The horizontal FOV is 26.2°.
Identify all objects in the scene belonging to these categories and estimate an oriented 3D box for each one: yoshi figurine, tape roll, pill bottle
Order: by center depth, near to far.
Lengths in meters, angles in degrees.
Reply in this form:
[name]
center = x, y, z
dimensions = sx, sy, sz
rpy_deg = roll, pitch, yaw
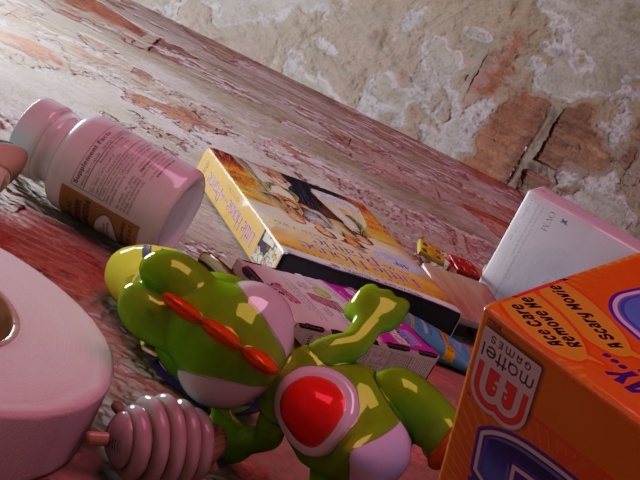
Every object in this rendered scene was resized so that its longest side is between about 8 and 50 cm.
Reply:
[tape roll]
center = -0.364, 0.065, 1.152
dimensions = 0.392, 0.072, 0.392
rpy_deg = 26, 14, -7
[yoshi figurine]
center = -0.018, 0.132, 1.252
dimensions = 0.362, 0.203, 0.203
rpy_deg = 36, 48, -1
[pill bottle]
center = -0.271, -0.082, 1.722
dimensions = 0.229, 0.131, 0.131
rpy_deg = 30, 14, 10

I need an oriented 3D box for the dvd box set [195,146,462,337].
[dvd box set]
center = 0.000, 0.000, 2.071
dimensions = 0.307, 0.062, 0.420
rpy_deg = 20, 16, -26

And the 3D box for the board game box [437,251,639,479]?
[board game box]
center = 0.320, 0.240, 0.975
dimensions = 0.356, 0.356, 0.356
rpy_deg = -15, 38, -37

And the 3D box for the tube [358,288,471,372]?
[tube]
center = 0.129, 0.130, 1.888
dimensions = 0.207, 0.052, 0.080
rpy_deg = 26, 27, -26

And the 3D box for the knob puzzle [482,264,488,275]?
[knob puzzle]
center = 0.359, 0.103, 2.425
dimensions = 0.213, 0.030, 0.213
rpy_deg = 26, 14, -7

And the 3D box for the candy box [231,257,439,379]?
[candy box]
center = 0.008, 0.109, 1.673
dimensions = 0.233, 0.071, 0.159
rpy_deg = 17, 18, -38

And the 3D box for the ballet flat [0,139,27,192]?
[ballet flat]
center = -0.420, -0.073, 1.561
dimensions = 0.086, 0.086, 0.248
rpy_deg = 35, 18, 30

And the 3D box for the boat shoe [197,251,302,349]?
[boat shoe]
center = -0.092, 0.094, 1.535
dimensions = 0.223, 0.073, 0.080
rpy_deg = 44, -5, 41

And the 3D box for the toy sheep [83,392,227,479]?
[toy sheep]
center = -0.139, 0.170, 1.165
dimensions = 0.132, 0.091, 0.091
rpy_deg = 2, 25, -29

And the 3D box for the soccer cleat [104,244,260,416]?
[soccer cleat]
center = -0.154, 0.083, 1.433
dimensions = 0.121, 0.093, 0.289
rpy_deg = 2, 27, -45

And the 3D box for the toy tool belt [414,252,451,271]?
[toy tool belt]
center = 0.188, 0.034, 2.317
dimensions = 0.051, 0.052, 0.083
rpy_deg = 40, 16, 15

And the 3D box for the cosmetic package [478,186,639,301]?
[cosmetic package]
center = 0.392, 0.065, 2.218
dimensions = 0.225, 0.224, 0.138
rpy_deg = 30, 14, 14

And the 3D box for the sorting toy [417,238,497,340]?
[sorting toy]
center = 0.215, 0.100, 2.103
dimensions = 0.132, 0.046, 0.274
rpy_deg = 19, 27, -31
